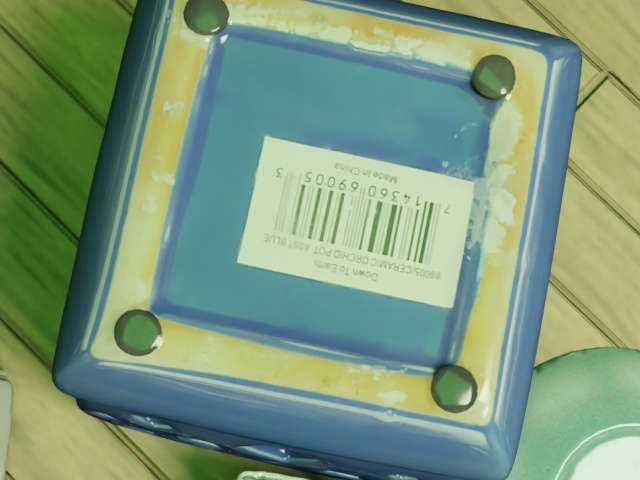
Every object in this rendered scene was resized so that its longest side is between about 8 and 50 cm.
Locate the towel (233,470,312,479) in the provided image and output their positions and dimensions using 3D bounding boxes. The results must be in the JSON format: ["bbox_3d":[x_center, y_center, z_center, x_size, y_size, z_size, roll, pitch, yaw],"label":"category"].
[{"bbox_3d":[0.001,0.196,0.536,0.113,0.023,0.152,9,113,3],"label":"towel"}]

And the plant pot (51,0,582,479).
[{"bbox_3d":[0.000,0.000,0.505,0.236,0.212,0.236,12,80,-1],"label":"plant pot"}]

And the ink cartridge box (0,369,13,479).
[{"bbox_3d":[-0.285,0.139,0.527,0.212,0.093,0.154,4,81,-5],"label":"ink cartridge box"}]

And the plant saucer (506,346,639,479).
[{"bbox_3d":[0.179,0.159,0.579,0.195,0.037,0.195,1,82,-4],"label":"plant saucer"}]
